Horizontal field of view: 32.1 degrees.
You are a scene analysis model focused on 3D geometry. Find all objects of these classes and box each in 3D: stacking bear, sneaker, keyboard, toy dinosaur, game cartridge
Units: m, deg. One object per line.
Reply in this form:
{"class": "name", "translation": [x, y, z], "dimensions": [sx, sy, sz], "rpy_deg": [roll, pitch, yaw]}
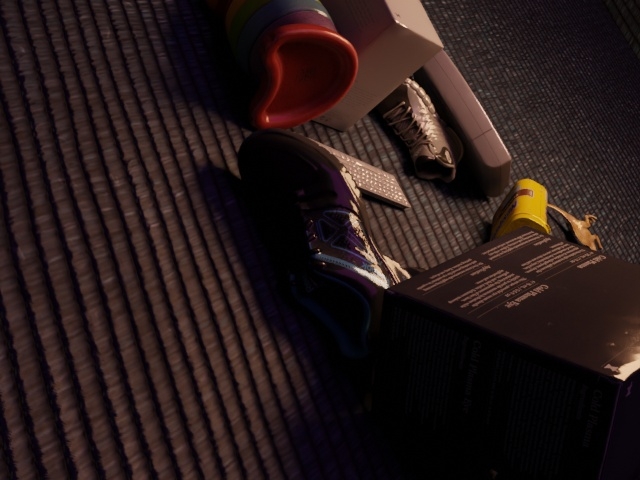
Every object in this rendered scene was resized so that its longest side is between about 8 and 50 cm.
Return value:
{"class": "stacking bear", "translation": [-0.078, -0.322, 1.656], "dimensions": [0.164, 0.175, 0.289], "rpy_deg": [-12, 48, -26]}
{"class": "sneaker", "translation": [0.162, -0.186, 1.905], "dimensions": [0.229, 0.086, 0.132], "rpy_deg": [40, 33, -19]}
{"class": "keyboard", "translation": [0.051, -0.106, 1.713], "dimensions": [0.256, 0.014, 0.072], "rpy_deg": [19, 42, -48]}
{"class": "toy dinosaur", "translation": [0.524, -0.026, 2.255], "dimensions": [0.183, 0.053, 0.092], "rpy_deg": [52, 30, 3]}
{"class": "sneaker", "translation": [0.000, 0.000, 1.421], "dimensions": [0.341, 0.125, 0.140], "rpy_deg": [52, 34, 7]}
{"class": "game cartridge", "translation": [0.249, -0.231, 2.017], "dimensions": [0.297, 0.062, 0.198], "rpy_deg": [60, 3, 18]}

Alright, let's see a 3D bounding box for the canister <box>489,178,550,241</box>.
{"class": "canister", "translation": [0.340, -0.021, 1.917], "dimensions": [0.073, 0.126, 0.170], "rpy_deg": [29, 29, -3]}

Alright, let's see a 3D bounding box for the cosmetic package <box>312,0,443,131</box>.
{"class": "cosmetic package", "translation": [0.038, -0.335, 1.757], "dimensions": [0.138, 0.225, 0.224], "rpy_deg": [13, 46, -47]}

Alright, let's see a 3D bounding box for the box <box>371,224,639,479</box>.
{"class": "box", "translation": [0.292, 0.142, 1.390], "dimensions": [0.313, 0.178, 0.343], "rpy_deg": [21, 27, 36]}

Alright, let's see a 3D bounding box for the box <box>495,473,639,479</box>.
{"class": "box", "translation": [0.347, 0.315, 1.495], "dimensions": [0.143, 0.165, 0.270], "rpy_deg": [49, 29, -1]}

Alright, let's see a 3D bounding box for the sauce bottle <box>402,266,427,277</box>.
{"class": "sauce bottle", "translation": [0.230, 0.094, 1.649], "dimensions": [0.344, 0.111, 0.111], "rpy_deg": [9, 49, -49]}
